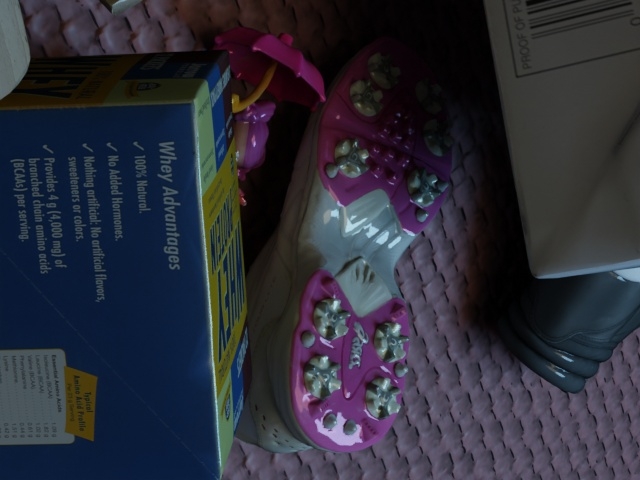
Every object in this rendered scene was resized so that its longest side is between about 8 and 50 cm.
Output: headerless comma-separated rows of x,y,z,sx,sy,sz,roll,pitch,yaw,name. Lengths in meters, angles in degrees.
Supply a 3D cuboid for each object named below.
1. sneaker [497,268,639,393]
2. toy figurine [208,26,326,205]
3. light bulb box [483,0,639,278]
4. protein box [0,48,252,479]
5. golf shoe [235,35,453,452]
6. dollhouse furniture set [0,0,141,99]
0.235,0.045,1.261,0.147,0.104,0.295,-53,159,20,sneaker
-0.064,-0.062,0.955,0.159,0.130,0.173,-35,144,-42,toy figurine
0.270,-0.172,1.007,0.361,0.225,0.358,-4,84,-63,light bulb box
-0.147,0.012,0.797,0.136,0.201,0.200,-79,166,-73,protein box
0.000,0.000,1.024,0.115,0.140,0.306,33,58,-28,golf shoe
-0.196,-0.146,0.700,0.242,0.212,0.161,-35,158,-19,dollhouse furniture set
